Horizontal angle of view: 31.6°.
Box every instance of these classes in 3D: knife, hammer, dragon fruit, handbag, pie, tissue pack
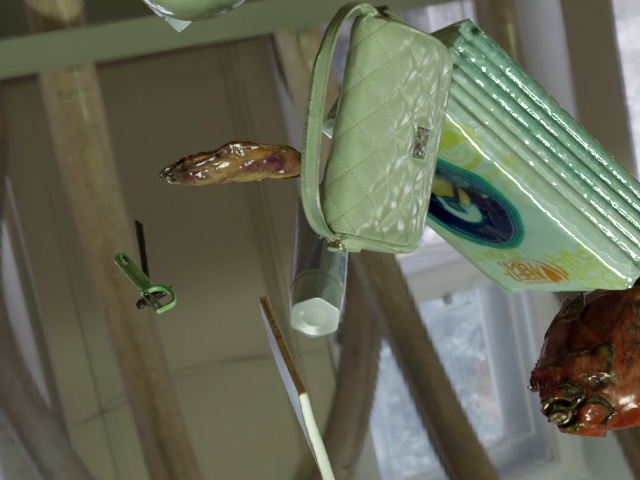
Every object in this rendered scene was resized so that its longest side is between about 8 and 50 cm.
[{"bbox_3d":[-0.292,0.063,1.891,0.054,0.015,0.212,-27,-145,-20],"label":"knife"},{"bbox_3d":[-0.308,0.036,2.002,0.065,0.178,0.021,-26,146,21],"label":"hammer"},{"bbox_3d":[0.495,0.190,1.919,0.250,0.315,0.250,21,174,2],"label":"dragon fruit"},{"bbox_3d":[0.051,-0.111,1.153,0.079,0.256,0.219,9,179,31],"label":"handbag"},{"bbox_3d":[-0.088,-0.082,1.216,0.170,0.034,0.092,-6,162,-12],"label":"pie"},{"bbox_3d":[0.224,-0.095,1.495,0.162,0.388,0.287,-56,-161,-17],"label":"tissue pack"}]

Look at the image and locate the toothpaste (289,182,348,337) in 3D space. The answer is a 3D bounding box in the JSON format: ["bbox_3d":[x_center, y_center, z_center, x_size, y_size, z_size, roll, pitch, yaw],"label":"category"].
[{"bbox_3d":[0.000,0.000,1.727,0.125,0.080,0.371,-33,-152,23],"label":"toothpaste"}]

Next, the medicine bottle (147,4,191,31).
[{"bbox_3d":[-0.233,-0.364,1.654,0.055,0.118,0.074,-47,-175,-7],"label":"medicine bottle"}]

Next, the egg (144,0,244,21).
[{"bbox_3d":[-0.149,-0.363,1.341,0.186,0.187,0.253,-13,163,-10],"label":"egg"}]

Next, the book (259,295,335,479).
[{"bbox_3d":[-0.041,0.298,2.142,0.032,0.269,0.389,-19,-153,-5],"label":"book"}]
